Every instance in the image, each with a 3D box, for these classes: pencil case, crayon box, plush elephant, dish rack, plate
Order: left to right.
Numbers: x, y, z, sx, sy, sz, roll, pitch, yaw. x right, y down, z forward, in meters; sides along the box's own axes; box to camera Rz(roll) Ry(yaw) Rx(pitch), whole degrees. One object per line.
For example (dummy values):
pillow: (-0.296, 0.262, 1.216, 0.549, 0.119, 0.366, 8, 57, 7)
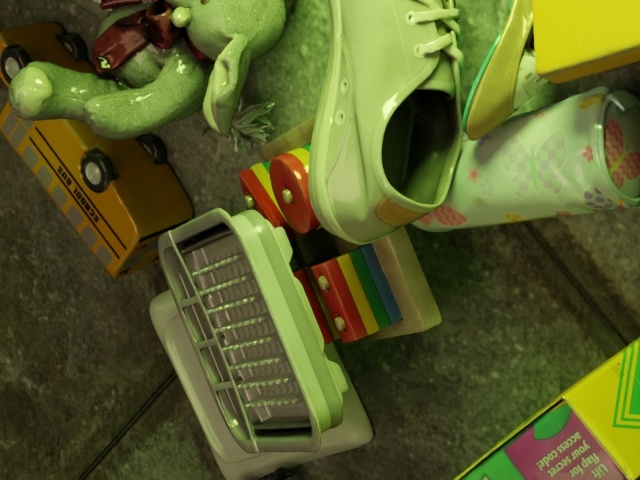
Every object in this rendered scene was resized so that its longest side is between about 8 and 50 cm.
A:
plush elephant: (-0.151, -0.241, 1.730, 0.330, 0.272, 0.255, 26, 141, -15)
plate: (-0.091, 0.165, 1.976, 0.278, 0.045, 0.277, -26, 88, 42)
dish rack: (-0.074, 0.101, 1.792, 0.285, 0.072, 0.333, 69, 160, -1)
pencil case: (0.205, -0.079, 1.595, 0.273, 0.113, 0.124, -6, 86, 41)
crayon box: (0.232, 0.222, 1.544, 0.106, 0.313, 0.363, 53, 131, 12)

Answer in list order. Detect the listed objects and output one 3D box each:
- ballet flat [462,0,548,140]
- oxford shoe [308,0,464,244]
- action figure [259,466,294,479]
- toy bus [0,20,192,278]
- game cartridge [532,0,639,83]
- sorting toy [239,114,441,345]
ballet flat: (0.208, -0.199, 1.528, 0.073, 0.080, 0.232, 21, 92, 18)
oxford shoe: (0.085, -0.218, 1.561, 0.130, 0.169, 0.449, 1, 84, 45)
action figure: (-0.031, 0.428, 1.961, 0.164, 0.141, 0.276, -32, 69, 40)
toy bus: (-0.305, -0.123, 2.010, 0.333, 0.108, 0.130, 51, 132, 13)
game cartridge: (0.326, -0.310, 1.386, 0.323, 0.052, 0.285, -11, 74, 41)
sorting toy: (0.000, 0.000, 1.739, 0.255, 0.089, 0.257, 68, 159, -1)
